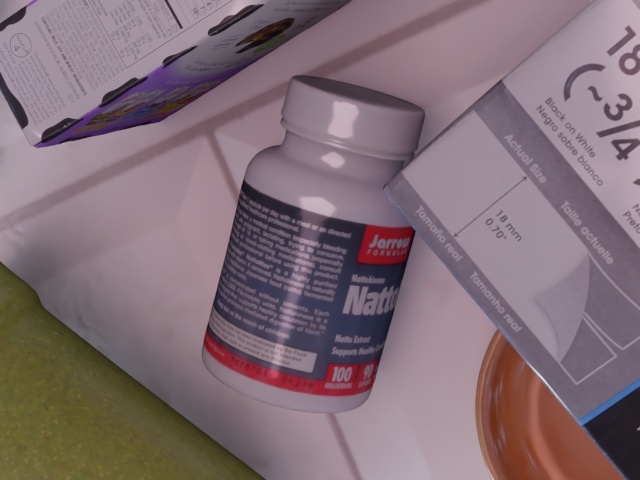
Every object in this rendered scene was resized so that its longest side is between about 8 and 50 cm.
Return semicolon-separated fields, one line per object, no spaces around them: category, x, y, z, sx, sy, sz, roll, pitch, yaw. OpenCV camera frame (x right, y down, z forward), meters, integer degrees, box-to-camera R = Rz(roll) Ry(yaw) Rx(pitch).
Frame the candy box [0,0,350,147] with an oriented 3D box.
candy box;-0.066;-0.135;0.709;0.196;0.165;0.070;-29;91;19

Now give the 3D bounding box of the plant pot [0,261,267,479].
plant pot;-0.172;0.172;0.760;0.254;0.276;0.276;30;107;0

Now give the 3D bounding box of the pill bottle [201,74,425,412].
pill bottle;0.000;0.000;0.740;0.108;0.108;0.180;18;104;14

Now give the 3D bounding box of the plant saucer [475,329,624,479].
plant saucer;0.192;0.101;0.732;0.200;0.037;0.200;3;100;18

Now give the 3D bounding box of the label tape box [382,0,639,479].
label tape box;0.232;-0.047;0.603;0.333;0.106;0.241;-41;87;24
